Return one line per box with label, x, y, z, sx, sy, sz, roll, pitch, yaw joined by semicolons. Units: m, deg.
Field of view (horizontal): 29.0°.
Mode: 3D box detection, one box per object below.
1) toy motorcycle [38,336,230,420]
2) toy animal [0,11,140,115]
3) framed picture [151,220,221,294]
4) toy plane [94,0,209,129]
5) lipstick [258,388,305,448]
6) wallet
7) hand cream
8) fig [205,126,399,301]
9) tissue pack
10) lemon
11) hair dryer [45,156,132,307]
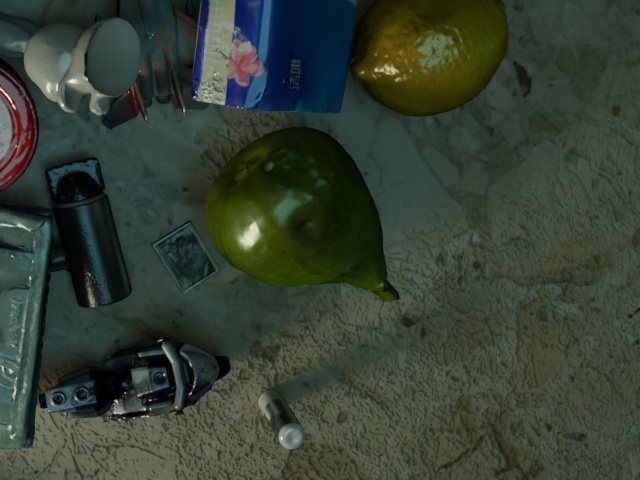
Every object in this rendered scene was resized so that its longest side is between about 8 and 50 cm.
toy motorcycle;-0.249;0.196;1.700;0.270;0.159;0.106;-10;85;-16
toy animal;-0.343;-0.225;1.540;0.104;0.221;0.131;-36;131;-55
framed picture;-0.190;0.025;1.752;0.066;0.006;0.089;-32;111;-8
toy plane;-0.228;-0.297;1.594;0.223;0.104;0.326;-13;122;-14
lipstick;-0.056;0.257;1.780;0.040;0.141;0.040;-4;106;-14
wallet;-0.482;0.109;1.620;0.237;0.075;0.342;9;105;-1
hand cream;-0.454;-0.150;1.564;0.193;0.125;0.193;-5;106;-19
fig;-0.030;-0.006;1.690;0.233;0.233;0.314;-24;131;-10
tissue pack;-0.049;-0.302;1.612;0.209;0.137;0.269;-2;105;-48
lemon;0.152;-0.268;1.689;0.257;0.188;0.188;-25;110;-19
hair dryer;-0.396;0.009;1.656;0.248;0.078;0.195;-15;106;-8
